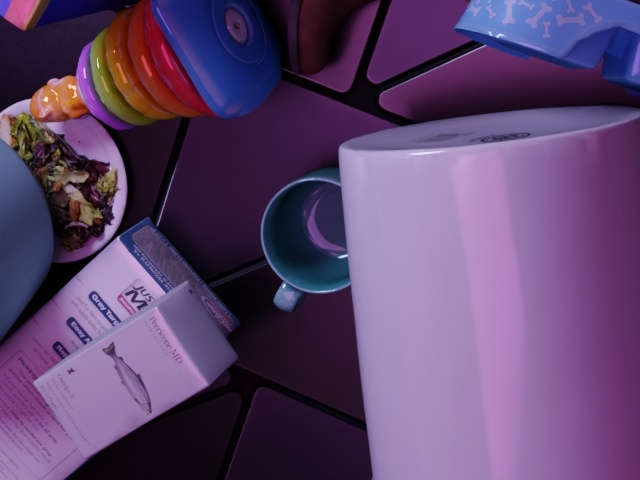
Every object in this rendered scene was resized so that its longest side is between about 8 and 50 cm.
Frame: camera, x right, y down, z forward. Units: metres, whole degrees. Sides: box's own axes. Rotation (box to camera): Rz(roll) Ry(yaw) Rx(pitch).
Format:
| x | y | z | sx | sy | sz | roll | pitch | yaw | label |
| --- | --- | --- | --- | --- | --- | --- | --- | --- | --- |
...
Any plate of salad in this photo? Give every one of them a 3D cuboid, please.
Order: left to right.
| x | y | z | sx | sy | sz | roll | pitch | yaw | label |
| --- | --- | --- | --- | --- | --- | --- | --- | --- | --- |
| -0.323 | -0.068 | 1.669 | 0.200 | 0.048 | 0.200 | 4 | 104 | 16 | plate of salad |

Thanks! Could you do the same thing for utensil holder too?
| x | y | z | sx | sy | sz | roll | pitch | yaw | label |
| --- | --- | --- | --- | --- | --- | --- | --- | --- | --- |
| 0.191 | 0.076 | 1.403 | 0.327 | 0.327 | 0.385 | -3 | 100 | 18 | utensil holder |

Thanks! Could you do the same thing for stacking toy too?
| x | y | z | sx | sy | sz | roll | pitch | yaw | label |
| --- | --- | --- | --- | --- | --- | --- | --- | --- | --- |
| -0.207 | -0.184 | 1.553 | 0.302 | 0.175 | 0.166 | -19 | 113 | 31 | stacking toy |

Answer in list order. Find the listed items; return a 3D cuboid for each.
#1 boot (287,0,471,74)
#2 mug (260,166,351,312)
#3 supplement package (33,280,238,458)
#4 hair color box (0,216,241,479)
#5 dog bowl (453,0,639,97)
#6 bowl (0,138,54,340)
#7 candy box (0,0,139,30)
| x | y | z | sx | sy | sz | roll | pitch | yaw | label |
| --- | --- | --- | --- | --- | --- | --- | --- | --- | --- |
| 0.119 | -0.265 | 1.485 | 0.280 | 0.096 | 0.264 | 17 | 105 | 1 | boot |
| -0.001 | -0.009 | 1.558 | 0.158 | 0.097 | 0.129 | -27 | 95 | 22 | mug |
| -0.200 | 0.140 | 1.540 | 0.179 | 0.105 | 0.105 | -32 | 93 | 20 | supplement package |
| -0.279 | 0.152 | 1.678 | 0.347 | 0.105 | 0.174 | -40 | 91 | 21 | hair color box |
| 0.281 | -0.193 | 1.378 | 0.297 | 0.166 | 0.074 | 17 | 96 | -5 | dog bowl |
| -0.428 | -0.012 | 1.627 | 0.311 | 0.163 | 0.311 | 16 | 120 | 30 | bowl |
| -0.214 | -0.367 | 1.417 | 0.122 | 0.317 | 0.268 | 35 | 111 | 6 | candy box |
